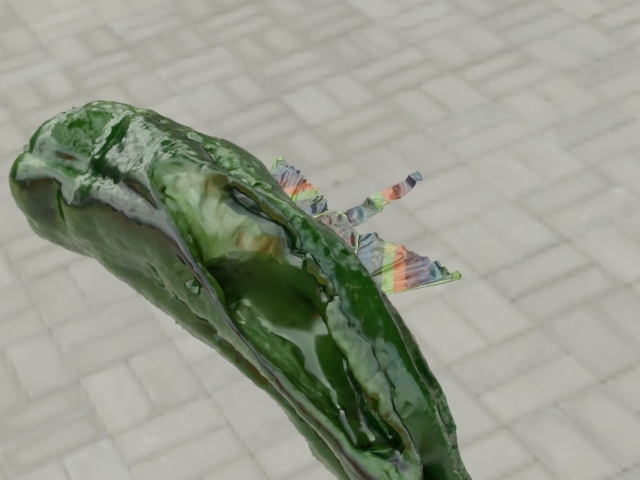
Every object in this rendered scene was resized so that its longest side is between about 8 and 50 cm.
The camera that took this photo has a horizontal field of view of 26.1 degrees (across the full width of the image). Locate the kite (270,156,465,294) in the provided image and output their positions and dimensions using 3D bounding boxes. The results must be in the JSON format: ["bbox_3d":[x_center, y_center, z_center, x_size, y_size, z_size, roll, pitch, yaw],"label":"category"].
[{"bbox_3d":[0.000,0.000,0.511,0.090,0.004,0.122,-37,39,-8],"label":"kite"}]

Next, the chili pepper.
[{"bbox_3d":[-0.004,0.031,0.361,0.050,0.182,0.073,-43,5,-33],"label":"chili pepper"}]
